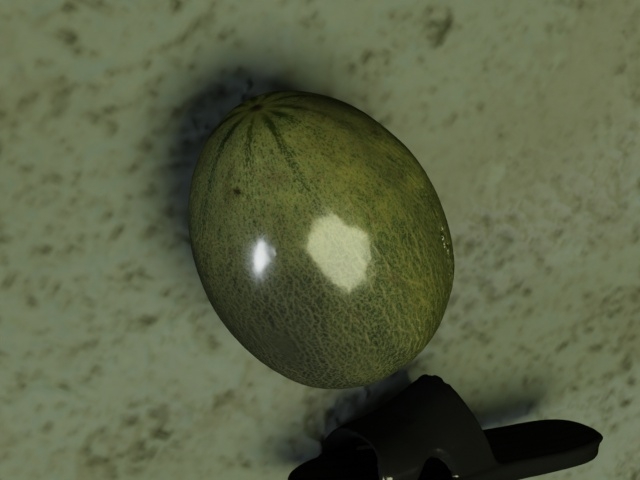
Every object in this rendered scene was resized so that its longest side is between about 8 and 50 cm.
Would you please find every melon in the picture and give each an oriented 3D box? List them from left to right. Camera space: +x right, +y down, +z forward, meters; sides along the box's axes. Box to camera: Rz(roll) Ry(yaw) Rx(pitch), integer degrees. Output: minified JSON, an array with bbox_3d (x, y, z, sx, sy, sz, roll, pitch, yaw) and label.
[{"bbox_3d":[0.000,0.000,0.747,0.098,0.098,0.130,-34,131,-12],"label":"melon"}]

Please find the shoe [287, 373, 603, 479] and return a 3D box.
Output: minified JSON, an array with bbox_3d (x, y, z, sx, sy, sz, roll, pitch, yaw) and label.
[{"bbox_3d":[0.056,0.083,0.856,0.159,0.062,0.053,-5,105,-29],"label":"shoe"}]
